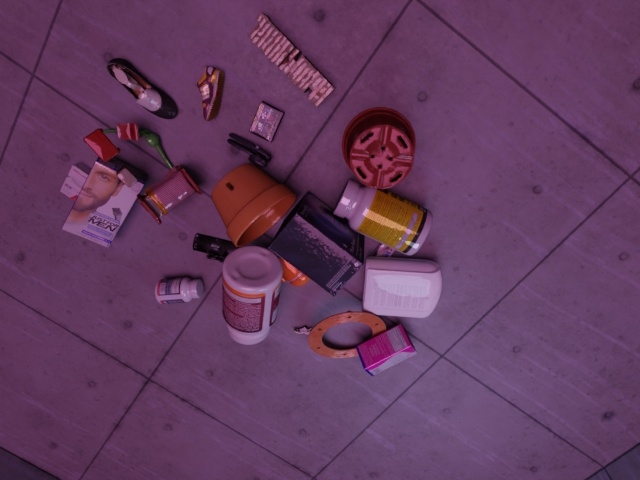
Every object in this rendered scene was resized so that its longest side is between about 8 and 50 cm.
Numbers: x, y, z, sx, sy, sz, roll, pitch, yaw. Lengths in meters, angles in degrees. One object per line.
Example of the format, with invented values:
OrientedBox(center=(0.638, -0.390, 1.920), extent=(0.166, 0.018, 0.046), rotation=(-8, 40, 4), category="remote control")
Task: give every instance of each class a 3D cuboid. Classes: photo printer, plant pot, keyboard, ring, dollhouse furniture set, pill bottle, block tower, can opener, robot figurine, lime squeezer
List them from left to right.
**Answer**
OrientedBox(center=(-0.685, -0.385, 1.587), extent=(0.310, 0.059, 0.110), rotation=(29, 141, -7), category="lime squeezer")
OrientedBox(center=(-0.633, -0.266, 1.488), extent=(0.201, 0.152, 0.374), rotation=(-41, 119, -11), category="dollhouse furniture set")
OrientedBox(center=(-0.602, 0.214, 1.772), extent=(0.180, 0.108, 0.108), rotation=(-5, 111, 8), category="pill bottle")
OrientedBox(center=(-0.441, 0.037, 1.735), extent=(0.192, 0.038, 0.100), rotation=(14, 89, 1), category="keyboard")
OrientedBox(center=(-0.268, -0.345, 1.549), extent=(0.186, 0.073, 0.059), rotation=(36, 117, 2), category="can opener")
OrientedBox(center=(-0.262, -0.144, 1.525), extent=(0.291, 0.291, 0.203), rotation=(-43, 84, 19), category="plant pot")
OrientedBox(center=(-0.275, 0.228, 1.632), extent=(0.224, 0.224, 0.392), rotation=(14, 134, 1), category="pill bottle")
OrientedBox(center=(-0.099, -0.610, 1.409), extent=(0.097, 0.091, 0.335), rotation=(-42, 101, 18), category="block tower")
OrientedBox(center=(-0.114, 0.097, 1.668), extent=(0.219, 0.128, 0.158), rotation=(46, 77, -11), category="robot figurine")
OrientedBox(center=(0.113, 0.399, 1.755), extent=(0.336, 0.032, 0.337), rotation=(-4, 134, -4), category="ring")
OrientedBox(center=(0.203, -0.304, 1.403), extent=(0.272, 0.265, 0.273), rotation=(2, 111, 5), category="plant pot")
OrientedBox(center=(0.225, -0.093, 1.525), extent=(0.333, 0.188, 0.188), rotation=(25, 112, -4), category="pill bottle")
OrientedBox(center=(0.325, 0.189, 1.652), extent=(0.307, 0.107, 0.256), rotation=(3, 123, 5), category="photo printer")

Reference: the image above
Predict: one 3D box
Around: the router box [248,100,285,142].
OrientedBox(center=(-0.198, -0.435, 1.516), extent=(0.092, 0.038, 0.122), rotation=(26, 111, -5), category="router box")

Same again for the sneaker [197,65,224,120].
OrientedBox(center=(-0.406, -0.530, 1.491), extent=(0.083, 0.069, 0.186), rotation=(20, 106, 7), category="sneaker")

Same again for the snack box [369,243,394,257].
OrientedBox(center=(0.255, 0.045, 1.664), extent=(0.064, 0.022, 0.178), rotation=(29, 112, -8), category="snack box")

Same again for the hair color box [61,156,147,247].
OrientedBox(center=(-0.850, -0.154, 1.629), extent=(0.185, 0.110, 0.339), rotation=(27, 112, -27), category="hair color box")

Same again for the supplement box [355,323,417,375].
OrientedBox(center=(0.278, 0.464, 1.743), extent=(0.220, 0.114, 0.111), rotation=(-28, 141, 9), category="supplement box")

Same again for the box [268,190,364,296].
OrientedBox(center=(0.000, 0.000, 1.525), extent=(0.294, 0.296, 0.183), rotation=(36, 111, -9), category="box")

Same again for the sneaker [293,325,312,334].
OrientedBox(center=(-0.078, 0.395, 1.834), extent=(0.083, 0.032, 0.037), rotation=(6, 98, -2), category="sneaker")

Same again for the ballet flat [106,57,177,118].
OrientedBox(center=(-0.652, -0.539, 1.491), extent=(0.280, 0.096, 0.095), rotation=(40, 109, -10), category="ballet flat")

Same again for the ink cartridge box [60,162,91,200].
OrientedBox(center=(-0.966, -0.229, 1.664), extent=(0.099, 0.056, 0.135), rotation=(36, 110, -10), category="ink cartridge box")
